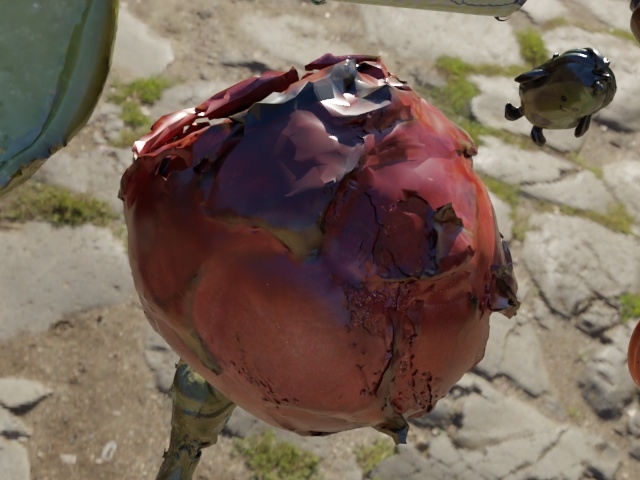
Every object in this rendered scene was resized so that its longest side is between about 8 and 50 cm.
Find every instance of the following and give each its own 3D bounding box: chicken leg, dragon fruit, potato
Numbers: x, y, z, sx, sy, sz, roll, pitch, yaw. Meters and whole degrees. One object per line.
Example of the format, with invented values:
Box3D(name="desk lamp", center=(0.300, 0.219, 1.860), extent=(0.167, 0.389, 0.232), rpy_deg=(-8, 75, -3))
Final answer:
Box3D(name="chicken leg", center=(-0.240, 0.363, 1.981), extent=(0.153, 0.429, 0.201), rpy_deg=(20, -3, 19))
Box3D(name="dragon fruit", center=(0.000, 0.000, 0.799), extent=(0.301, 0.296, 0.295), rpy_deg=(48, 34, -22))
Box3D(name="potato", center=(-0.360, -0.155, 0.929), extent=(0.330, 0.280, 0.213), rpy_deg=(12, -3, -11))

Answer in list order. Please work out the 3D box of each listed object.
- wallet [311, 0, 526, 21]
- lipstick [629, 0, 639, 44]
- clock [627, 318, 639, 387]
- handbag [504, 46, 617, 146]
Box3D(name="wallet", center=(0.158, -0.341, 1.193), extent=(0.309, 0.223, 0.077), rpy_deg=(-4, 65, -35))
Box3D(name="lipstick", center=(0.490, -0.163, 1.298), extent=(0.077, 0.077, 0.418), rpy_deg=(0, 53, -22))
Box3D(name="clock", center=(0.611, 0.175, 1.747), extent=(0.205, 0.205, 0.051), rpy_deg=(-2, 23, -23))
Box3D(name="handbag", center=(0.194, -0.118, 0.811), extent=(0.072, 0.111, 0.047), rpy_deg=(39, 69, -8))
